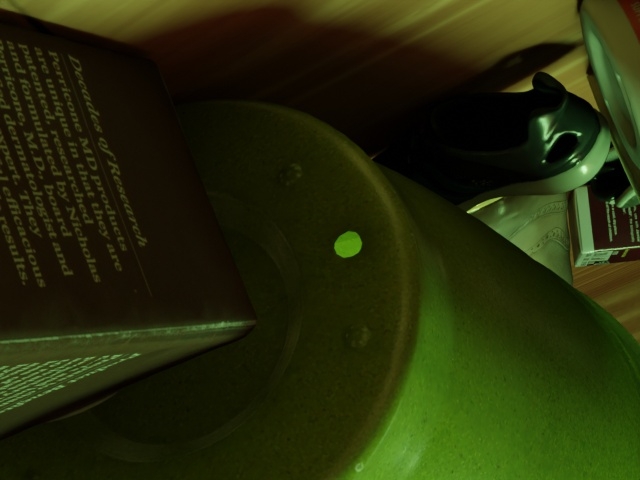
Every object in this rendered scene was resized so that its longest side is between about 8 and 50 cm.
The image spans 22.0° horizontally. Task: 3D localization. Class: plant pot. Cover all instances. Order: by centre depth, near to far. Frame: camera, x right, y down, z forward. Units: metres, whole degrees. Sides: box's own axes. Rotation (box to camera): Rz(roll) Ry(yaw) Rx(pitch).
[{"bbox_3d":[-0.010,0.106,0.887,0.366,0.366,0.353,-23,149,12],"label":"plant pot"}]

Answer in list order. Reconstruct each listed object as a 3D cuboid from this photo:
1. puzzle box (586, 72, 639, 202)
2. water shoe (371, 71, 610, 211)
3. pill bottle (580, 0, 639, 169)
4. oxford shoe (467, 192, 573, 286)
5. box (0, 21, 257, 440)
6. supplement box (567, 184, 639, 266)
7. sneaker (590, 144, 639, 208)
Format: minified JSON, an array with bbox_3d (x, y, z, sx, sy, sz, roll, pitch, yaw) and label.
[{"bbox_3d":[0.311,-0.061,0.916,0.272,0.052,0.409,-22,-158,8],"label":"puzzle box"},{"bbox_3d":[0.082,-0.060,1.045,0.203,0.073,0.080,-16,139,34],"label":"water shoe"},{"bbox_3d":[0.248,-0.117,0.889,0.193,0.108,0.108,-22,171,3],"label":"pill bottle"},{"bbox_3d":[0.162,0.008,1.363,0.130,0.133,0.363,-22,171,13],"label":"oxford shoe"},{"bbox_3d":[-0.193,0.010,0.561,0.191,0.143,0.381,-24,169,18],"label":"box"},{"bbox_3d":[0.378,-0.025,1.681,0.239,0.073,0.130,-7,172,5],"label":"supplement box"},{"bbox_3d":[0.310,-0.062,1.499,0.132,0.086,0.229,-17,162,5],"label":"sneaker"}]
